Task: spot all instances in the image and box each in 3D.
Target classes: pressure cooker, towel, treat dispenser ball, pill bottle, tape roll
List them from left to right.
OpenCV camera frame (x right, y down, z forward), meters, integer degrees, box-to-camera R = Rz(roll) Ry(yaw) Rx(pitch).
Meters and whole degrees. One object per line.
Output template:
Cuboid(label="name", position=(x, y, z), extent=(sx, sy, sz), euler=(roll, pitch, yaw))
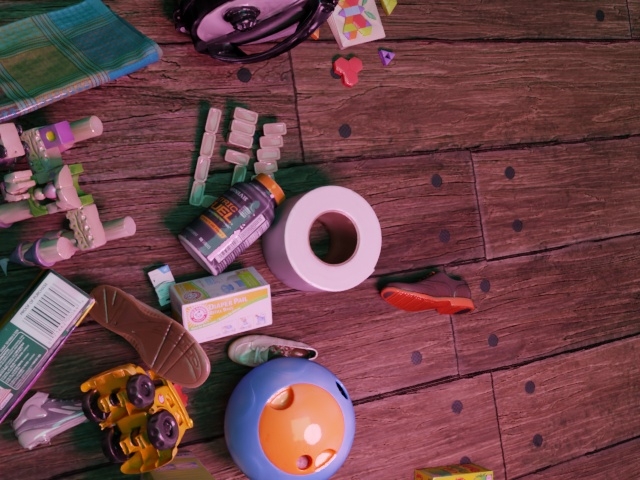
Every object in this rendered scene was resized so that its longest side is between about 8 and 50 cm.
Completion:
Cuboid(label="towel", position=(-0.545, -0.380, 1.354), extent=(0.370, 0.040, 0.271), euler=(-32, 60, -31))
Cuboid(label="pill bottle", position=(-0.194, -0.046, 1.529), extent=(0.246, 0.130, 0.130), euler=(-44, 103, -15))
Cuboid(label="pressure cooker", position=(-0.156, -0.606, 1.464), extent=(0.376, 0.370, 0.420), euler=(-15, 89, -19))
Cuboid(label="treat dispenser ball", position=(-0.068, 0.402, 1.474), extent=(0.288, 0.288, 0.288), euler=(2, 86, -23))
Cuboid(label="tape roll", position=(0.000, 0.000, 1.595), extent=(0.246, 0.169, 0.246), euler=(2, 86, -23))

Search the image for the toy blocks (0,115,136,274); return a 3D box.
Cuboid(label="toy blocks", position=(-0.582, -0.082, 1.317), extent=(0.260, 0.309, 0.288), euler=(-11, 101, 19))

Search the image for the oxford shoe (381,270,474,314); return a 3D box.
Cuboid(label="oxford shoe", position=(0.276, 0.131, 1.757), extent=(0.271, 0.097, 0.098), euler=(11, 62, -26))

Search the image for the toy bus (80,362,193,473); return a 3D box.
Cuboid(label="toy bus", position=(-0.368, 0.342, 1.418), extent=(0.149, 0.211, 0.220), euler=(-21, 100, 21))

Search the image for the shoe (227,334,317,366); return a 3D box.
Cuboid(label="shoe", position=(-0.110, 0.264, 1.590), extent=(0.219, 0.058, 0.076), euler=(6, 84, -22))

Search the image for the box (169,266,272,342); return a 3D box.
Cuboid(label="box", position=(-0.224, 0.145, 1.506), extent=(0.203, 0.114, 0.103), euler=(-12, 116, -22))

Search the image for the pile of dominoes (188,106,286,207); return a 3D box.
Cuboid(label="pile of dominoes", position=(-0.199, -0.188, 1.608), extent=(0.196, 0.040, 0.251), euler=(13, 90, -23))

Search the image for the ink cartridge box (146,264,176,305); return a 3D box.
Cuboid(label="ink cartridge box", position=(-0.354, 0.102, 1.515), extent=(0.048, 0.028, 0.083), euler=(-25, 96, -22))

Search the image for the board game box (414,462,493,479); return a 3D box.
Cuboid(label="board game box", position=(0.346, 0.618, 1.740), extent=(0.181, 0.092, 0.043), euler=(2, 84, -23))

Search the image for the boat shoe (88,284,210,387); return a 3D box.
Cuboid(label="boat shoe", position=(-0.356, 0.199, 1.425), extent=(0.302, 0.098, 0.109), euler=(34, 86, 5))

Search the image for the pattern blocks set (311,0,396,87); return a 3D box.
Cuboid(label="pattern blocks set", position=(0.081, -0.594, 1.747), extent=(0.285, 0.026, 0.325), euler=(-37, 100, -21))

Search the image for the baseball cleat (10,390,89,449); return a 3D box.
Cuboid(label="baseball cleat", position=(-0.537, 0.348, 1.399), extent=(0.206, 0.072, 0.109), euler=(-24, 76, -35))

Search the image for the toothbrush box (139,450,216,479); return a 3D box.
Cuboid(label="toothbrush box", position=(-0.295, 0.570, 1.370), extent=(0.122, 0.283, 0.206), euler=(2, 85, -24))

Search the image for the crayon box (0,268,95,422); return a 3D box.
Cuboid(label="crayon box", position=(-0.592, 0.222, 1.252), extent=(0.106, 0.313, 0.363), euler=(41, 72, -19))
